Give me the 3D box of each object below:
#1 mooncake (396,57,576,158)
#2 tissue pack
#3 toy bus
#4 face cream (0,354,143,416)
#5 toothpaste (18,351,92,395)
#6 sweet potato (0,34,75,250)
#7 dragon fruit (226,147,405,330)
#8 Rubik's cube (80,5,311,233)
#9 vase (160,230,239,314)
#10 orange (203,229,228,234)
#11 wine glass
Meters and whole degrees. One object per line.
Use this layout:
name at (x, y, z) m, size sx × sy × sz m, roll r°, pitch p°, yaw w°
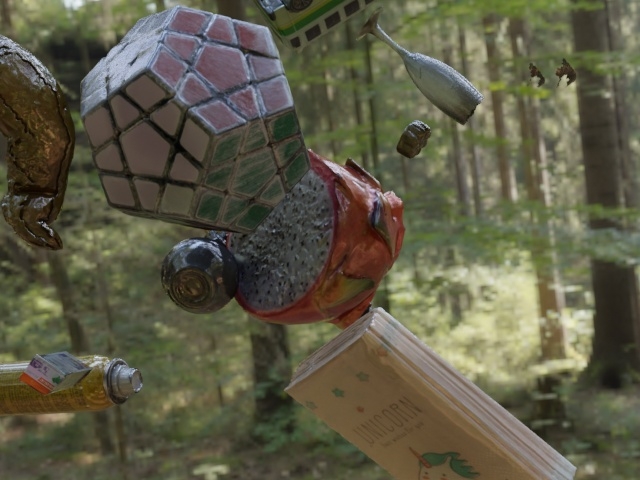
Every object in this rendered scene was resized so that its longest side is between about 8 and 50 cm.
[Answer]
mooncake at (0.246, -0.204, 1.723) m, size 0.347 × 0.057 × 0.150 m, roll -32°, pitch -18°, yaw -15°
tissue pack at (0.133, 0.227, 1.386) m, size 0.170 × 0.325 × 0.071 m, roll -40°, pitch 14°, yaw 42°
toy bus at (0.016, -0.454, 1.960) m, size 0.276 × 0.133 × 0.164 m, roll -32°, pitch -32°, yaw -3°
face cream at (-0.486, 0.268, 2.118) m, size 0.349 × 0.105 × 0.105 m, roll -7°, pitch 5°, yaw 23°
toothpaste at (-0.328, 0.166, 1.435) m, size 0.047 × 0.040 × 0.196 m, roll 34°, pitch -5°, yaw 0°
sweet potato at (-0.342, -0.137, 1.290) m, size 0.124 × 0.310 × 0.098 m, roll -27°, pitch 2°, yaw 5°
dragon fruit at (0.000, 0.000, 1.777) m, size 0.291 × 0.290 × 0.189 m, roll -2°, pitch -12°, yaw 44°
Rubik's cube at (-0.164, -0.153, 1.508) m, size 0.319 × 0.264 × 0.319 m, roll -34°, pitch 31°, yaw 24°
vase at (-0.174, 0.038, 1.770) m, size 0.120 × 0.120 × 0.183 m, roll -6°, pitch 20°, yaw 13°
orange at (-0.151, -0.136, 1.996) m, size 0.210 × 0.368 × 0.271 m, roll -15°, pitch 17°, yaw 31°
wine glass at (0.144, -0.245, 1.620) m, size 0.066 × 0.198 × 0.066 m, roll -49°, pitch -5°, yaw -6°
